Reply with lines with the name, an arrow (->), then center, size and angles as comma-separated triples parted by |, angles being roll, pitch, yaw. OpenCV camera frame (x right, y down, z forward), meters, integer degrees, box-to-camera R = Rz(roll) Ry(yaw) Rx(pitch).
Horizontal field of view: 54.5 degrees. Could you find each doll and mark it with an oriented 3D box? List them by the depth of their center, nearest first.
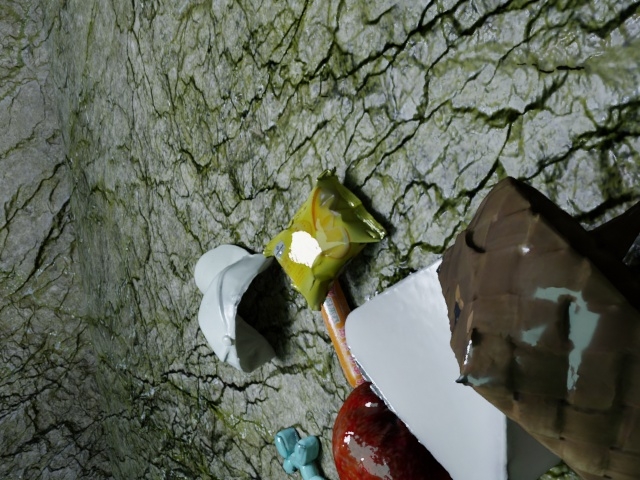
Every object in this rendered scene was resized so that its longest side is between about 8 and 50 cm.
doll -> -0.034, 0.501, 1.365 | 0.159, 0.059, 0.158 | 3, 104, 52

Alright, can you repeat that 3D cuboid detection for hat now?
hat -> -0.220, 0.134, 1.382 | 0.301, 0.168, 0.257 | 27, 123, 46

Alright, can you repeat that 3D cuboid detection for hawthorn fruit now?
hawthorn fruit -> 0.121, 0.332, 0.966 | 0.215, 0.215, 0.249 | 41, 149, 39

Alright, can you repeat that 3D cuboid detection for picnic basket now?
picnic basket -> 0.304, 0.043, 0.539 | 0.293, 0.338, 0.337 | -77, -11, -67

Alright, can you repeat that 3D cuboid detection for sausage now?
sausage -> 0.023, 0.118, 1.136 | 0.053, 0.053, 0.347 | -33, 76, 54

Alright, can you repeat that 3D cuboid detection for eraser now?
eraser -> 0.205, 0.176, 0.828 | 0.331, 0.150, 0.331 | 22, 118, 50

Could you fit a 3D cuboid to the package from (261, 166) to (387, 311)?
package -> 0.000, 0.000, 1.062 | 0.168, 0.090, 0.226 | 49, 118, 20
